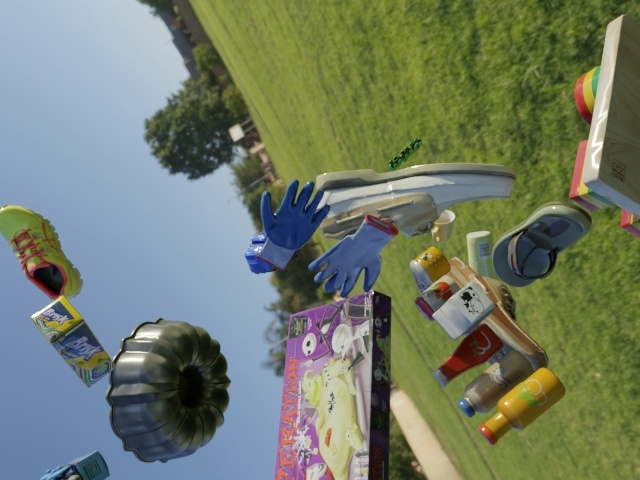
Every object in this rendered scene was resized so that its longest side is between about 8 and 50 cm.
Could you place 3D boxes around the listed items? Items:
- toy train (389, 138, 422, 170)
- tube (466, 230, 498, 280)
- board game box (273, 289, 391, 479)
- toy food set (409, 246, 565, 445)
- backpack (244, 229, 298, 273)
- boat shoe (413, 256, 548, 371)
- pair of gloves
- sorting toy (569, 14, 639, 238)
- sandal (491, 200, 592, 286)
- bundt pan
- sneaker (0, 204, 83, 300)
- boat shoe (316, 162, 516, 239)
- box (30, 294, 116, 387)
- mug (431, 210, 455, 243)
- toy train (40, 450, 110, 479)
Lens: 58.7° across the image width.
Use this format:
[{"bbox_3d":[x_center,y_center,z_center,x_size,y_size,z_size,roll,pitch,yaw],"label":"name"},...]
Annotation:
[{"bbox_3d":[0.162,-0.162,1.079,0.017,0.083,0.024,43,165,26],"label":"toy train"},{"bbox_3d":[0.420,0.098,1.464,0.070,0.062,0.240,10,113,64],"label":"tube"},{"bbox_3d":[0.016,0.264,0.866,0.056,0.208,0.347,22,-121,-32],"label":"board game box"},{"bbox_3d":[0.172,0.129,0.703,0.232,0.104,0.111,51,174,21],"label":"toy food set"},{"bbox_3d":[-0.138,0.028,1.466,0.097,0.120,0.101,-9,110,45],"label":"backpack"},{"bbox_3d":[0.301,0.121,1.043,0.324,0.116,0.123,47,163,48],"label":"boat shoe"},{"bbox_3d":[0.000,0.000,0.781,0.198,0.159,0.023,28,-143,-7],"label":"pair of gloves"},{"bbox_3d":[0.455,-0.130,0.790,0.257,0.256,0.089,24,161,-19],"label":"sorting toy"},{"bbox_3d":[0.415,0.024,1.116,0.120,0.086,0.303,22,155,6],"label":"sandal"},{"bbox_3d":[-0.322,0.337,1.305,0.330,0.124,0.331,32,-127,-55],"label":"bundt pan"},{"bbox_3d":[-0.514,0.025,1.035,0.209,0.081,0.094,55,178,-13],"label":"sneaker"},{"bbox_3d":[0.140,-0.056,0.863,0.113,0.302,0.104,10,-102,-67],"label":"boat shoe"},{"bbox_3d":[-0.367,0.156,0.856,0.059,0.054,0.169,40,153,23],"label":"box"},{"bbox_3d":[0.292,-0.030,1.394,0.062,0.078,0.064,44,151,48],"label":"mug"},{"bbox_3d":[-0.538,0.519,1.246,0.184,0.105,0.080,-33,83,47],"label":"toy train"}]
